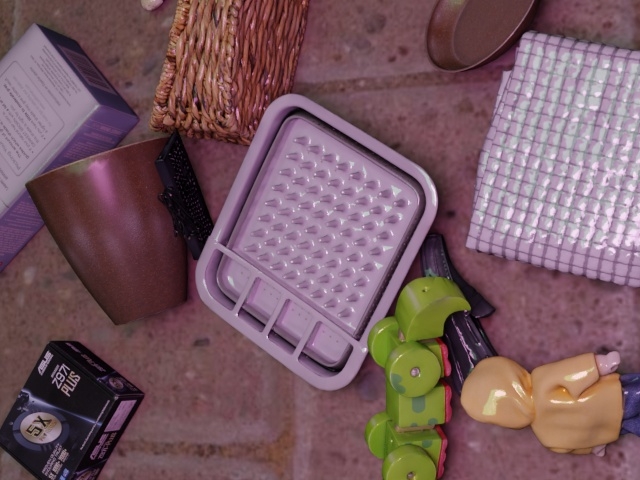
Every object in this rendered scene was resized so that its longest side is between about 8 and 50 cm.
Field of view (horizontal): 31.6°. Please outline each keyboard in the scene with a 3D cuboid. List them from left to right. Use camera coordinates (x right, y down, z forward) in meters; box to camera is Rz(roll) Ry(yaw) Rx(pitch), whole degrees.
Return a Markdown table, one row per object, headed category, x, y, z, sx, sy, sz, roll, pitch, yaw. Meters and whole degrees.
| category | x | y | z | sx | sy | sz | roll | pitch | yaw |
| --- | --- | --- | --- | --- | --- | --- | --- | --- | --- |
| keyboard | -0.175 | -0.050 | 1.550 | 0.038 | 0.192 | 0.100 | 1 | 45 | 21 |

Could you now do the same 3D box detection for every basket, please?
| category | x | y | z | sx | sy | sz | roll | pitch | yaw |
| --- | --- | --- | --- | --- | --- | --- | --- | --- | --- |
| basket | -0.163 | -0.292 | 1.559 | 0.223 | 0.213 | 0.299 | 12 | 90 | 23 |

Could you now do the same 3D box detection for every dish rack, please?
| category | x | y | z | sx | sy | sz | roll | pitch | yaw |
| --- | --- | --- | --- | --- | --- | --- | --- | --- | --- |
| dish rack | 0.000 | 0.000 | 1.510 | 0.285 | 0.072 | 0.333 | 34 | 112 | 24 |

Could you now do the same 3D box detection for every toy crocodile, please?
| category | x | y | z | sx | sy | sz | roll | pitch | yaw |
| --- | --- | --- | --- | --- | --- | --- | --- | --- | --- |
| toy crocodile | 0.120 | 0.209 | 1.417 | 0.105 | 0.115 | 0.340 | -2 | 107 | -12 |

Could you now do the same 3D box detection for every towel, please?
| category | x | y | z | sx | sy | sz | roll | pitch | yaw |
| --- | --- | --- | --- | --- | --- | --- | --- | --- | --- |
| towel | 0.322 | -0.099 | 1.389 | 0.235 | 0.121 | 0.283 | 14 | 92 | 25 |

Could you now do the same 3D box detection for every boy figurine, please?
| category | x | y | z | sx | sy | sz | roll | pitch | yaw |
| --- | --- | --- | --- | --- | --- | --- | --- | --- | --- |
| boy figurine | 0.313 | 0.196 | 1.348 | 0.285 | 0.177 | 0.092 | 0 | 43 | 16 |

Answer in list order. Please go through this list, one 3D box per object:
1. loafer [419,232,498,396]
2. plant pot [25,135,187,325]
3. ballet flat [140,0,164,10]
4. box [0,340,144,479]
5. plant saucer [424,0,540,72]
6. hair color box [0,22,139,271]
| category | x | y | z | sx | sy | sz | roll | pitch | yaw |
| --- | --- | --- | --- | --- | --- | --- | --- | --- | --- |
| loafer | 0.186 | 0.093 | 1.453 | 0.078 | 0.076 | 0.223 | -19 | 83 | 15 |
| plant pot | -0.275 | -0.005 | 1.602 | 0.215 | 0.215 | 0.230 | -19 | 92 | 20 |
| ballet flat | -0.238 | -0.429 | 1.693 | 0.057 | 0.049 | 0.173 | 20 | 93 | 24 |
| box | -0.371 | 0.261 | 1.669 | 0.147 | 0.077 | 0.180 | 34 | 99 | 23 |
| plant saucer | 0.217 | -0.297 | 1.453 | 0.198 | 0.036 | 0.198 | -34 | 41 | 37 |
| hair color box | -0.476 | -0.125 | 1.732 | 0.374 | 0.113 | 0.185 | -45 | 70 | 13 |
